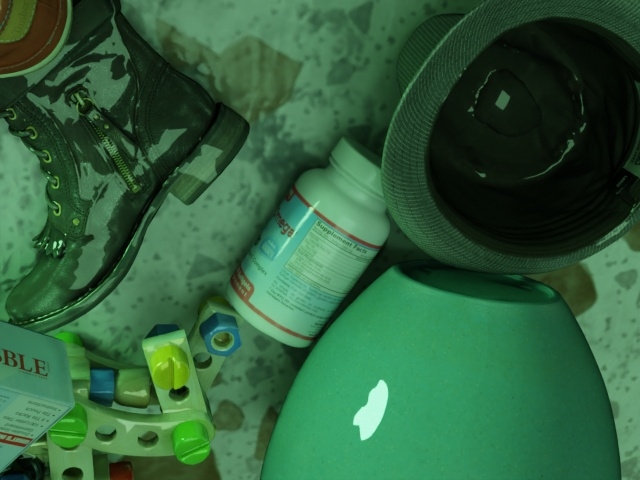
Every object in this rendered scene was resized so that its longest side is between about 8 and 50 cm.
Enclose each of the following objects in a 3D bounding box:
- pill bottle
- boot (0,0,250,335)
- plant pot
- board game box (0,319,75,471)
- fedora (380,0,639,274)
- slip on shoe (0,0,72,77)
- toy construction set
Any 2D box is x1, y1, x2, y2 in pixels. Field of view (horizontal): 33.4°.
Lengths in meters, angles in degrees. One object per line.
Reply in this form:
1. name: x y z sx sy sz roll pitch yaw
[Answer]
1. pill bottle: 0.000 0.000 0.858 0.087 0.087 0.160 28 104 -25
2. boot: -0.205 -0.082 0.777 0.229 0.091 0.263 42 95 -22
3. plant pot: 0.106 0.125 0.849 0.290 0.290 0.196 5 102 -17
4. board game box: -0.395 0.139 0.736 0.318 0.066 0.318 -41 137 23
5. fedora: 0.149 -0.100 0.828 0.275 0.124 0.244 19 111 -32
6. slip on shoe: -0.325 -0.160 0.656 0.331 0.101 0.123 6 92 0
7. toy construction set: -0.164 0.211 0.889 0.215 0.151 0.328 -5 105 -13
